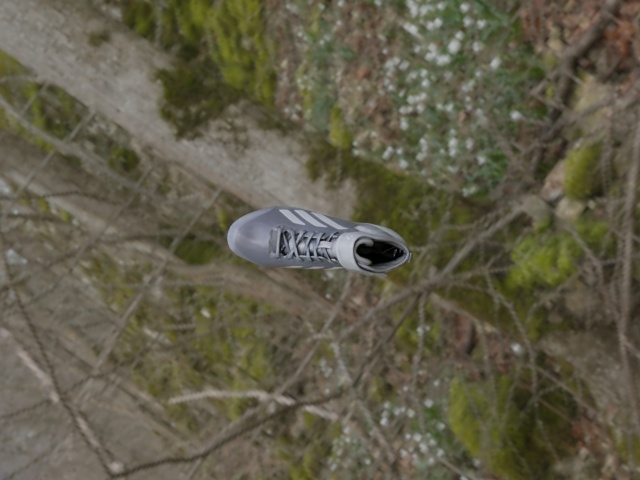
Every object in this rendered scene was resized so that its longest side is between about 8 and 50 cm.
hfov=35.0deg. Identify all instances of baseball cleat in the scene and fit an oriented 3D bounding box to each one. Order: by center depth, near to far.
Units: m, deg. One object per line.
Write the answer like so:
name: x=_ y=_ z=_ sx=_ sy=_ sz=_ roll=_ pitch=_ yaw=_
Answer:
baseball cleat: x=0.000 y=0.000 z=1.120 sx=0.109 sy=0.205 sz=0.072 roll=-151 pitch=63 yaw=-84
